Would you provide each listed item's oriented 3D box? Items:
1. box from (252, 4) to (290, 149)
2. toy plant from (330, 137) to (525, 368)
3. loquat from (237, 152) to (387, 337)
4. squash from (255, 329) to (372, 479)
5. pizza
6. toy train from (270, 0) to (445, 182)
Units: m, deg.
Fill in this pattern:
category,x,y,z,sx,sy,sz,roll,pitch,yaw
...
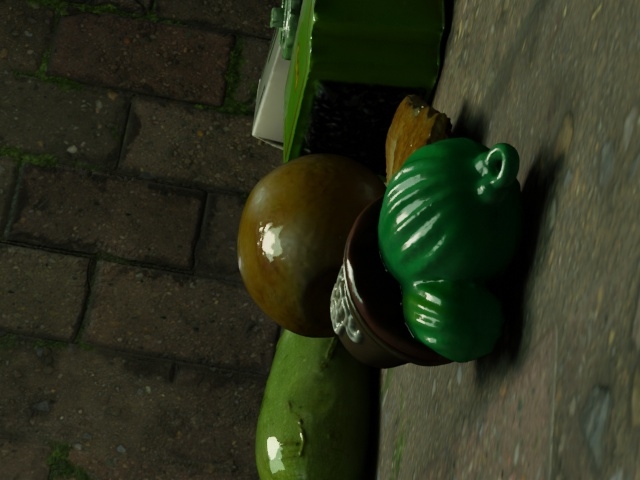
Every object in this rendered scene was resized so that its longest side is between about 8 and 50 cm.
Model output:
category,x,y,z,sx,sy,sz,roll,pitch,yaw
box,0.019,-0.285,1.695,0.173,0.145,0.333,-86,13,-57
toy plant,0.072,0.016,0.801,0.200,0.105,0.143,127,146,-56
loquat,0.000,0.000,1.309,0.227,0.179,0.179,-106,25,-61
squash,0.000,0.143,1.366,0.370,0.118,0.118,-82,4,-51
pizza,0.085,-0.047,1.051,0.271,0.056,0.134,-93,11,-77
toy train,0.037,-0.219,1.376,0.307,0.173,0.249,108,165,-61
